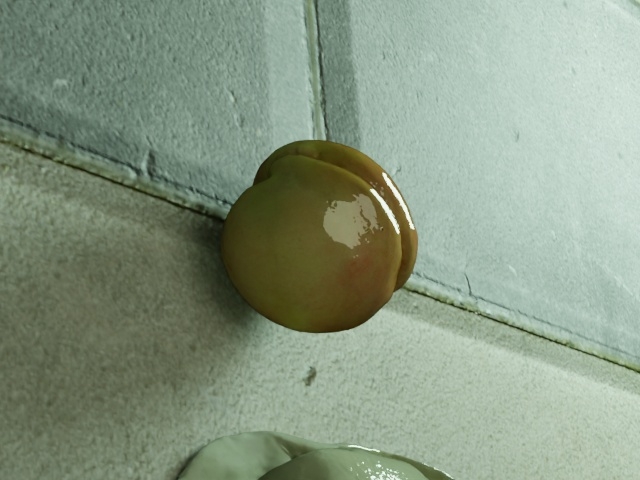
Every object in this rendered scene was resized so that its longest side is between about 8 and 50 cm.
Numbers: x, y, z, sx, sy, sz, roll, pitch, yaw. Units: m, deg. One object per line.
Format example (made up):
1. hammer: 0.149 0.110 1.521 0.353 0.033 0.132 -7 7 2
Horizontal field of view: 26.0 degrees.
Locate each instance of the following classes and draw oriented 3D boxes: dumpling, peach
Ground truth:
1. dumpling: -0.007 0.263 1.192 0.243 0.187 0.318 32 22 19
2. peach: 0.000 0.000 1.294 0.184 0.184 0.184 27 52 -41
